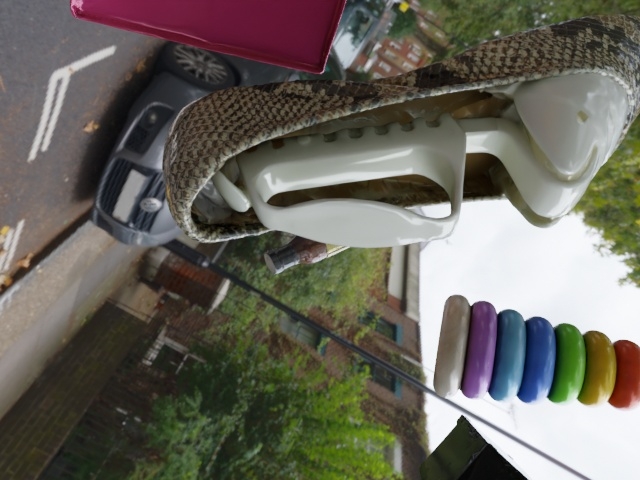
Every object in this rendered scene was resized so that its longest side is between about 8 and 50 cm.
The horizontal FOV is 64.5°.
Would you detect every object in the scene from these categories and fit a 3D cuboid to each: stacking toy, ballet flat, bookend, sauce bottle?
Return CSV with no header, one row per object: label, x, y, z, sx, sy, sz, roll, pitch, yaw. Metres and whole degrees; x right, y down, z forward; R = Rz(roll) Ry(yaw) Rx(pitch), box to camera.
stacking toy,0.318,0.163,0.648,0.141,0.331,0.141,8,90,-75
ballet flat,0.104,-0.073,0.441,0.181,0.484,0.163,-103,-177,-47
bookend,0.124,0.261,0.486,0.157,0.072,0.156,-48,168,-3
sauce bottle,0.000,0.000,0.559,0.128,0.042,0.042,-23,172,-24

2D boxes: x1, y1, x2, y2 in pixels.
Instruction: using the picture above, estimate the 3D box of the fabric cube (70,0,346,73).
fabric cube,-0.085,-0.365,0.486,0.259,0.255,0.258,116,-21,-49
